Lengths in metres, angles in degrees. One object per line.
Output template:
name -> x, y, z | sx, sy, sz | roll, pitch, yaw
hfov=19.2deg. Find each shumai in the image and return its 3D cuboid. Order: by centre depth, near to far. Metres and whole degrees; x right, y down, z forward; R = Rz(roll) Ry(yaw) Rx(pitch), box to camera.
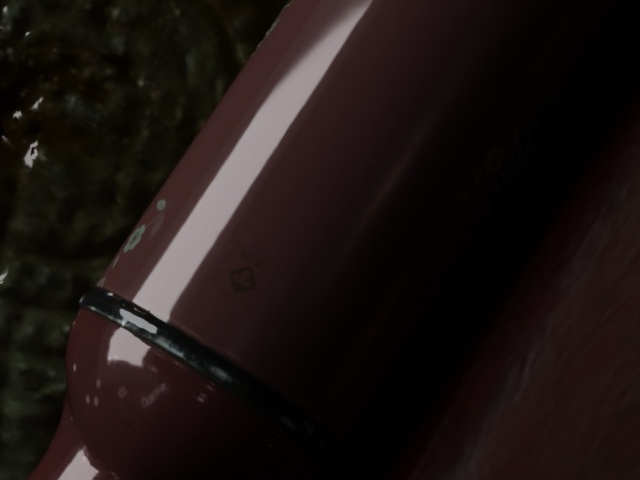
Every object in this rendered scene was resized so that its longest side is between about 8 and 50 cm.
shumai -> -0.155, -0.022, 0.849 | 0.309, 0.304, 0.263 | -55, 5, -15

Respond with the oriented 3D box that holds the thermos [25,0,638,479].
thermos -> -0.005, -0.005, 0.681 | 0.330, 0.109, 0.136 | -57, 17, -12
